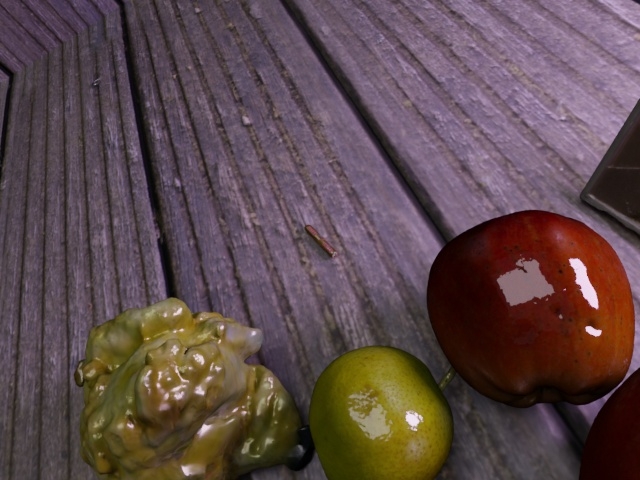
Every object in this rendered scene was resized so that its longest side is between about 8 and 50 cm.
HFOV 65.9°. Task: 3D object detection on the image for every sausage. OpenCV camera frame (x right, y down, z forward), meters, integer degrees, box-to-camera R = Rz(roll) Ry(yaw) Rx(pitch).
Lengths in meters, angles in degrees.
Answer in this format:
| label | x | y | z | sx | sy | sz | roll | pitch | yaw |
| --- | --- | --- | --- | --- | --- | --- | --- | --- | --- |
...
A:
| label | x | y | z | sx | sy | sz | roll | pitch | yaw |
| --- | --- | --- | --- | --- | --- | --- | --- | --- | --- |
| sausage | 0.000 | 0.000 | 0.864 | 0.015 | 0.015 | 0.100 | -41 | 51 | -4 |

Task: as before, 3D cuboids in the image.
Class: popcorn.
| label | x | y | z | sx | sy | sz | roll | pitch | yaw |
| --- | --- | --- | --- | --- | --- | --- | --- | --- | --- |
| popcorn | -0.195 | 0.210 | 0.676 | 0.293 | 0.293 | 0.237 | -48 | 34 | -9 |

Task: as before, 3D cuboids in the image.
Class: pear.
| label | x | y | z | sx | sy | sz | roll | pitch | yaw |
| --- | --- | --- | --- | --- | --- | --- | --- | --- | --- |
| pear | 0.092 | 0.211 | 0.604 | 0.216 | 0.166 | 0.180 | -18 | 37 | -13 |

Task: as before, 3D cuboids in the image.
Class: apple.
| label | x | y | z | sx | sy | sz | roll | pitch | yaw |
| --- | --- | --- | --- | --- | --- | --- | --- | --- | --- |
| apple | 0.237 | 0.077 | 0.578 | 0.233 | 0.234 | 0.234 | -12 | 55 | 18 |

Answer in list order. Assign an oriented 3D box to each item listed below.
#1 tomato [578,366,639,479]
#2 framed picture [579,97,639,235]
| label | x | y | z | sx | sy | sz | roll | pitch | yaw |
| --- | --- | --- | --- | --- | --- | --- | --- | --- | --- |
| tomato | 0.372 | 0.223 | 0.377 | 0.289 | 0.293 | 0.326 | -1 | 68 | 11 |
| framed picture | 0.494 | -0.061 | 0.552 | 0.022 | 0.248 | 0.335 | -9 | 42 | -32 |
